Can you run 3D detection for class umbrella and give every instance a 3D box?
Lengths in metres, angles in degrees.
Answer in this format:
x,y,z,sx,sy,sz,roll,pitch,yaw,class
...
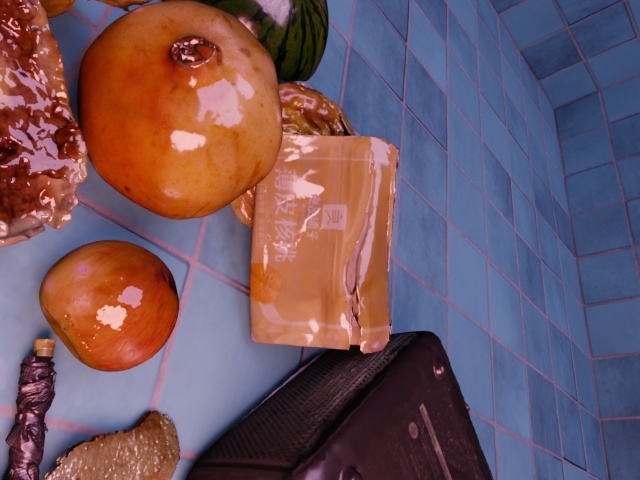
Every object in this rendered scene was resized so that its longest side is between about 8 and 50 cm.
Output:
x,y,z,sx,sy,sz,roll,pitch,yaw,class
-0.293,0.173,0.517,0.037,0.040,0.144,3,70,-14,umbrella

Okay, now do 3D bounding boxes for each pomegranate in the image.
x,y,z,sx,sy,sz,roll,pitch,yaw,class
-0.163,-0.160,0.627,0.264,0.264,0.265,23,58,-44,pomegranate

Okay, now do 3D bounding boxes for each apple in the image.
x,y,z,sx,sy,sz,roll,pitch,yaw,class
-0.224,0.068,0.560,0.146,0.146,0.147,23,58,-44,apple

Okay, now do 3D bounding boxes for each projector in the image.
x,y,z,sx,sy,sz,roll,pitch,yaw,class
0.075,0.379,0.720,0.405,0.242,0.396,-25,94,-52,projector

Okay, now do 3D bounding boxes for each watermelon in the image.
x,y,z,sx,sy,sz,roll,pitch,yaw,class
-0.095,-0.428,0.900,0.330,0.189,0.331,27,56,-50,watermelon

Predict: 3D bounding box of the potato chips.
x,y,z,sx,sy,sz,roll,pitch,yaw,class
-0.233,0.263,0.552,0.142,0.026,0.209,66,33,-29,potato chips

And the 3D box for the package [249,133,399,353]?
x,y,z,sx,sy,sz,roll,pitch,yaw,class
0.022,0.003,0.761,0.221,0.165,0.312,1,95,-34,package

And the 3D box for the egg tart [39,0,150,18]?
x,y,z,sx,sy,sz,roll,pitch,yaw,class
-0.357,-0.352,0.504,0.153,0.339,0.351,-61,161,3,egg tart

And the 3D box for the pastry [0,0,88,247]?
x,y,z,sx,sy,sz,roll,pitch,yaw,class
-0.360,-0.109,0.460,0.236,0.170,0.256,-17,98,-32,pastry

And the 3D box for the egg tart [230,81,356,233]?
x,y,z,sx,sy,sz,roll,pitch,yaw,class
-0.053,-0.115,0.868,0.297,0.132,0.297,1,88,-36,egg tart
